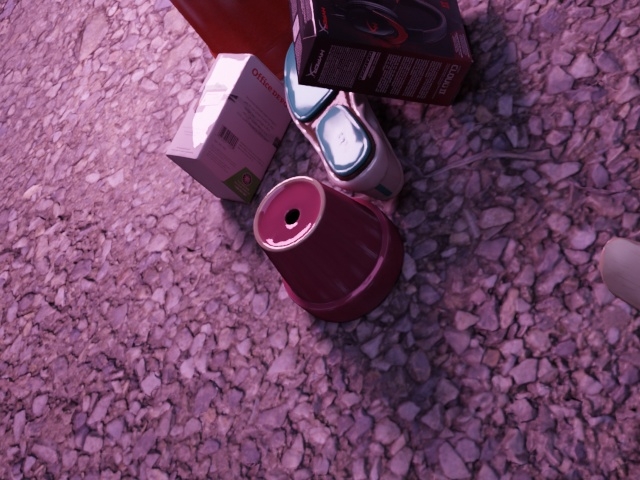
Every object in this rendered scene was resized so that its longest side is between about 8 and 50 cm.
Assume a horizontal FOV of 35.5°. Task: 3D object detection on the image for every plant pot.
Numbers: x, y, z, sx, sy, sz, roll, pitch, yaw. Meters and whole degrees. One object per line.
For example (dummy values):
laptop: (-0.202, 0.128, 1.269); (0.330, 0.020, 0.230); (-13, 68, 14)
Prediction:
plant pot: (-0.158, -0.474, 1.888); (0.272, 0.265, 0.272); (-18, 54, 27)
plant pot: (0.000, 0.000, 1.532); (0.201, 0.180, 0.201); (-19, 52, 26)

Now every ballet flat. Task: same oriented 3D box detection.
ballet flat: (0.038, -0.201, 1.669); (0.139, 0.139, 0.400); (-36, 43, 13)

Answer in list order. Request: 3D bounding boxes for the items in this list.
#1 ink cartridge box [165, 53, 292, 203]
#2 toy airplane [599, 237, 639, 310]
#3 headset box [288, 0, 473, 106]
ink cartridge box: (-0.153, -0.202, 1.786); (0.092, 0.160, 0.219); (12, 69, 40)
toy airplane: (0.536, 0.111, 1.043); (0.384, 0.272, 0.386); (-25, 90, 33)
headset box: (0.107, -0.343, 1.627); (0.110, 0.293, 0.218); (115, 156, -49)
